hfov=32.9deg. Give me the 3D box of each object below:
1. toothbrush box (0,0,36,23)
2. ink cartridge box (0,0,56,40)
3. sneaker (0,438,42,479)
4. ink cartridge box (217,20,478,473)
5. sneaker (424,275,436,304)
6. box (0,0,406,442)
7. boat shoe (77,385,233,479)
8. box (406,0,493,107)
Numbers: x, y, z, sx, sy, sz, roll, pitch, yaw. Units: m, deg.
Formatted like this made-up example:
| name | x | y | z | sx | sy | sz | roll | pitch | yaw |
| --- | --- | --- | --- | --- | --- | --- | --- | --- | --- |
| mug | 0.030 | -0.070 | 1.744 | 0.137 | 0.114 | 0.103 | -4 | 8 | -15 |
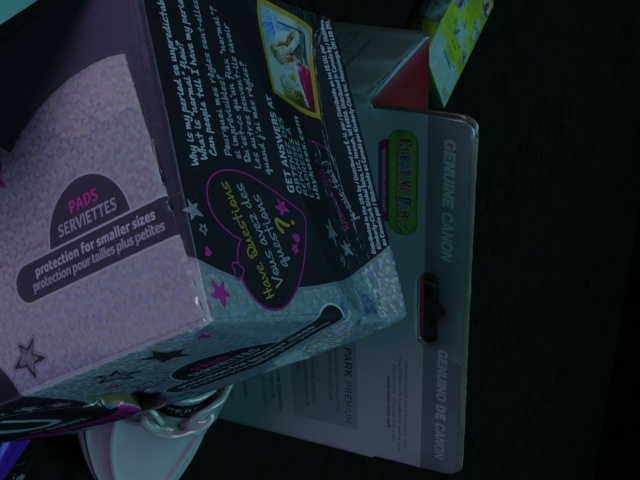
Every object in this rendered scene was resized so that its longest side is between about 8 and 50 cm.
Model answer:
| name | x | y | z | sx | sy | sz | roll | pitch | yaw |
| --- | --- | --- | --- | --- | --- | --- | --- | --- | --- |
| toothbrush box | -0.202 | -0.160 | 0.422 | 0.295 | 0.216 | 0.126 | -49 | 143 | -39 |
| ink cartridge box | -0.115 | -0.155 | 0.643 | 0.093 | 0.154 | 0.212 | 54 | 46 | -11 |
| sneaker | -0.239 | 0.130 | 0.637 | 0.293 | 0.102 | 0.146 | -40 | 139 | -49 |
| ink cartridge box | 0.000 | 0.000 | 0.827 | 0.130 | 0.271 | 0.309 | -52 | 148 | -51 |
| sneaker | 0.045 | 0.103 | 1.187 | 0.232 | 0.090 | 0.081 | -52 | 146 | -38 |
| box | -0.110 | 0.001 | 0.526 | 0.142 | 0.247 | 0.163 | 4 | 68 | -52 |
| boat shoe | -0.096 | 0.079 | 0.673 | 0.095 | 0.084 | 0.258 | 1 | 123 | -20 |
| box | 0.150 | -0.256 | 1.248 | 0.179 | 0.043 | 0.105 | -61 | 151 | -19 |
